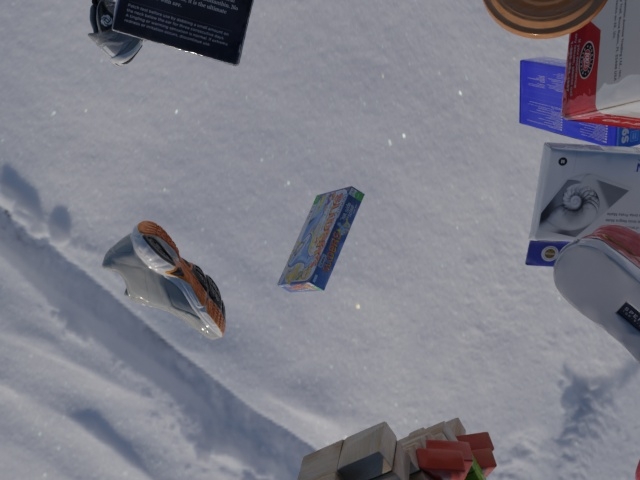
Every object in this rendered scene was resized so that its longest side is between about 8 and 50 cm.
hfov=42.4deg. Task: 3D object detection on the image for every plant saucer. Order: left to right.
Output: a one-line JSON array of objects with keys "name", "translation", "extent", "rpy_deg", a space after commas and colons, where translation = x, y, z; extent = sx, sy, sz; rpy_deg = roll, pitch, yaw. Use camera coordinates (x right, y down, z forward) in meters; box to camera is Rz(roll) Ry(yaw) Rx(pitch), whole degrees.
[{"name": "plant saucer", "translation": [0.143, -0.169, 0.526], "extent": [0.084, 0.013, 0.083], "rpy_deg": [-3, 78, 16]}]

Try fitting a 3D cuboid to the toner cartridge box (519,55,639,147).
[{"name": "toner cartridge box", "translation": [0.601, -0.329, 1.930], "extent": [0.075, 0.348, 0.165], "rpy_deg": [-14, 113, -21]}]

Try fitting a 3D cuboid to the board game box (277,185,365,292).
[{"name": "board game box", "translation": [0.000, 0.000, 1.549], "extent": [0.035, 0.201, 0.136], "rpy_deg": [31, 161, -23]}]

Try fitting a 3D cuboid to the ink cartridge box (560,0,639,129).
[{"name": "ink cartridge box", "translation": [0.299, -0.194, 0.606], "extent": [0.114, 0.273, 0.196], "rpy_deg": [5, 91, -11]}]

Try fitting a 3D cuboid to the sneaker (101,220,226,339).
[{"name": "sneaker", "translation": [-0.271, 0.086, 1.449], "extent": [0.121, 0.099, 0.262], "rpy_deg": [-30, 116, 16]}]

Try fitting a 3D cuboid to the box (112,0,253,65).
[{"name": "box", "translation": [-0.176, -0.426, 1.182], "extent": [0.183, 0.296, 0.293], "rpy_deg": [14, 103, -15]}]

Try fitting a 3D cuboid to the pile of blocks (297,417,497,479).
[{"name": "pile of blocks", "translation": [0.107, 0.239, 0.764], "extent": [0.113, 0.148, 0.362], "rpy_deg": [-29, 160, 21]}]

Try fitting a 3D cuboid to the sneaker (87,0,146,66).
[{"name": "sneaker", "translation": [-0.382, -0.473, 1.652], "extent": [0.132, 0.086, 0.228], "rpy_deg": [40, 71, -30]}]

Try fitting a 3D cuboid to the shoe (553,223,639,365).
[{"name": "shoe", "translation": [0.244, 0.059, 0.569], "extent": [0.178, 0.081, 0.063], "rpy_deg": [46, 126, 15]}]

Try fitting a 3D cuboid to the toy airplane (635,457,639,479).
[{"name": "toy airplane", "translation": [0.619, 0.178, 1.084], "extent": [0.386, 0.384, 0.272], "rpy_deg": [-10, 124, 34]}]

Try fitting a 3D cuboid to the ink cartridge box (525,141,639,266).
[{"name": "ink cartridge box", "translation": [0.467, -0.046, 1.372], "extent": [0.224, 0.045, 0.223], "rpy_deg": [2, 112, -1]}]
